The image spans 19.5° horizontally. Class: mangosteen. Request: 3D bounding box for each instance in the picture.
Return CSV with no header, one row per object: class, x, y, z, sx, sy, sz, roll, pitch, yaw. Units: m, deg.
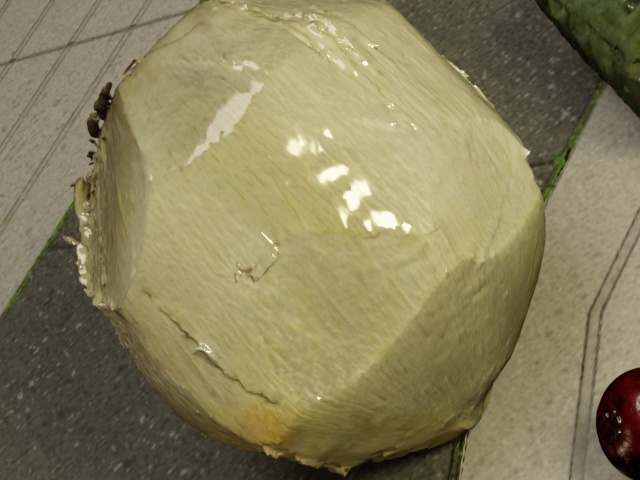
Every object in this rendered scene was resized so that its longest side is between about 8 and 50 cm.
mangosteen,0.226,0.125,1.255,0.081,0.081,0.081,-28,37,24

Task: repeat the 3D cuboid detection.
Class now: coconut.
coconut,0.000,0.000,1.393,0.346,0.360,0.346,-43,-5,-5

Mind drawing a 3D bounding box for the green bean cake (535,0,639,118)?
green bean cake,0.309,-0.216,1.485,0.241,0.132,0.255,-43,34,10
